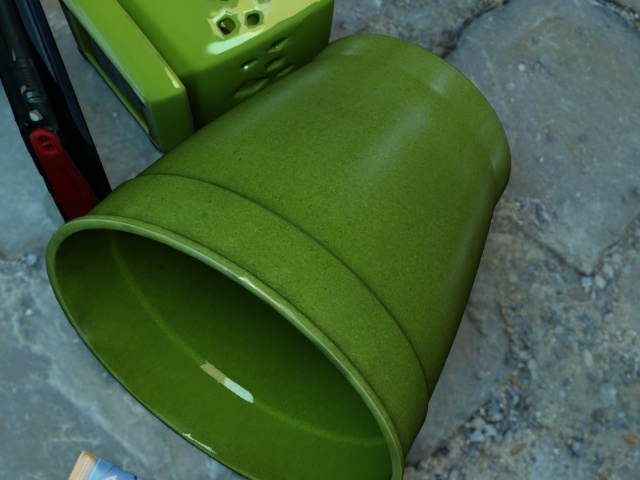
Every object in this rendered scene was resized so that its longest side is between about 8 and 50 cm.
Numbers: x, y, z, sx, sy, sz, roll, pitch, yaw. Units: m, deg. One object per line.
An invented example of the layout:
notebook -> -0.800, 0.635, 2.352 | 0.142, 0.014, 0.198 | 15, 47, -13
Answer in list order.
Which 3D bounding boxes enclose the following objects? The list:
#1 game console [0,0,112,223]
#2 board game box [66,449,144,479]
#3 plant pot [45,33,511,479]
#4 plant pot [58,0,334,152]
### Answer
game console -> -0.284, -0.206, 1.032 | 0.060, 0.342, 0.386 | -21, 77, -10
board game box -> -0.221, 0.351, 1.002 | 0.145, 0.027, 0.281 | 28, 73, -3
plant pot -> 0.000, 0.000, 1.035 | 0.366, 0.366, 0.353 | 36, 59, 3
plant pot -> -0.138, -0.232, 1.130 | 0.207, 0.228, 0.227 | -38, 82, -10
